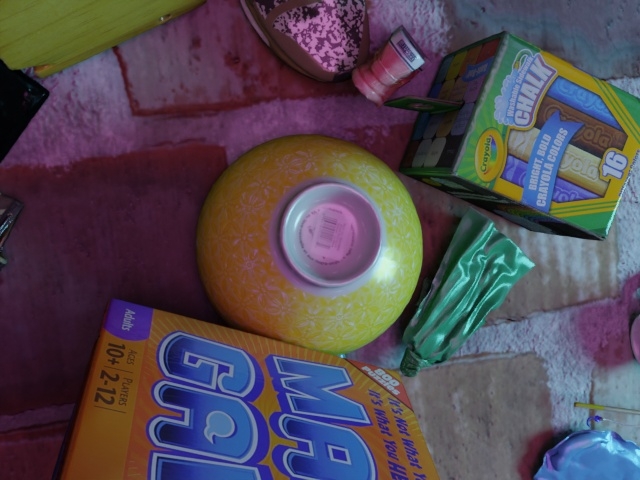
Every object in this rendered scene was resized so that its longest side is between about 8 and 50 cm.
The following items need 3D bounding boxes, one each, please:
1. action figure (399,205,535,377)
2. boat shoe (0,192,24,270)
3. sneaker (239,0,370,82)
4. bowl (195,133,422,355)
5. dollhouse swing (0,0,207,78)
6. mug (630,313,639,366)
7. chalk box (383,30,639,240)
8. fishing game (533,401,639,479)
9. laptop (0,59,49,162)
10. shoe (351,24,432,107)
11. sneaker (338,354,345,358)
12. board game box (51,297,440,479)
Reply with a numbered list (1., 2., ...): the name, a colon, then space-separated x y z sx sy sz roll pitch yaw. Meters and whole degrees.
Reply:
1. action figure: 0.178 0.085 0.989 0.137 0.063 0.232 38 82 -16
2. boat shoe: -0.388 0.018 0.845 0.049 0.056 0.152 19 90 -10
3. sneaker: -0.032 -0.381 0.832 0.158 0.182 0.410 -21 102 -10
4. bowl: 0.000 0.000 0.864 0.289 0.156 0.289 1 84 -11
5. dollhouse swing: -0.249 -0.393 0.701 0.315 0.347 0.305 -28 92 -10
6. mug: 0.559 0.122 1.066 0.169 0.113 0.150 -12 100 -16
7. chalk box: 0.225 -0.137 0.922 0.289 0.180 0.179 22 90 -16
8. fishing game: 0.398 0.363 1.084 0.189 0.041 0.264 4 100 -7
9. laptop: -0.498 -0.162 0.824 0.264 0.136 0.234 37 86 -40
10. shoe: 0.085 -0.214 0.900 0.081 0.178 0.063 -37 96 18
11. sneaker: 0.005 0.211 0.962 0.078 0.067 0.188 -14 94 -5
12. board game box: -0.108 0.333 0.741 0.356 0.356 0.356 17 111 -15
